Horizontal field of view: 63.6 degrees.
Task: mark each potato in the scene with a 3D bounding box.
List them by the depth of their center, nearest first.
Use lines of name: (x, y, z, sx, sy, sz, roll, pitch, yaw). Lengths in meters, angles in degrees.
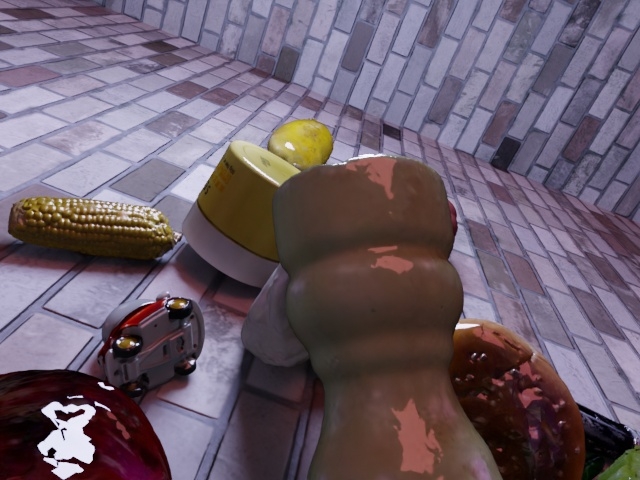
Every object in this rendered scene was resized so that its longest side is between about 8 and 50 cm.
potato: (-0.057, -0.275, 1.520, 0.173, 0.140, 0.300, 33, 32, 5)

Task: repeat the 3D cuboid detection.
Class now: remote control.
remote control: (0.467, 0.319, 0.884, 0.265, 0.066, 0.090, 22, 30, -1)

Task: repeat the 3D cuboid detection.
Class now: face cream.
face cream: (-0.112, -0.050, 0.939, 0.218, 0.179, 0.218, 32, 16, -10)

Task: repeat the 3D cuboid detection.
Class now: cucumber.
cucumber: (0.396, 0.359, 0.790, 0.184, 0.033, 0.036, -3, 18, -45)

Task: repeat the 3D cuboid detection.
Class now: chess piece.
chess piece: (0.065, 0.156, 0.461, 0.234, 0.234, 0.442, 5, 68, -33)

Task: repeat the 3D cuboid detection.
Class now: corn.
corn: (-0.358, -0.019, 0.843, 0.261, 0.097, 0.097, 7, 30, -30)

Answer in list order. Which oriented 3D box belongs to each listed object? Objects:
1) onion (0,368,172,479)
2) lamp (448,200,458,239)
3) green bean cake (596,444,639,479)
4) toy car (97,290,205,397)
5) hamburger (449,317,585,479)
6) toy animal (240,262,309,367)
onion: (-0.237, 0.242, 0.297, 0.347, 0.285, 0.347, -17, 16, 5)
lamp: (0.249, -0.034, 1.258, 0.140, 0.182, 0.182, 7, 30, -22)
green bean cake: (0.464, 0.399, 0.675, 0.214, 0.113, 0.200, 38, 29, 27)
toy car: (-0.233, 0.125, 0.670, 0.112, 0.112, 0.139, 21, 31, 33)
hamburger: (0.196, 0.243, 0.645, 0.243, 0.286, 0.146, -10, -13, 0)
toy animal: (0.007, 0.088, 0.727, 0.188, 0.308, 0.266, 41, 32, 6)
